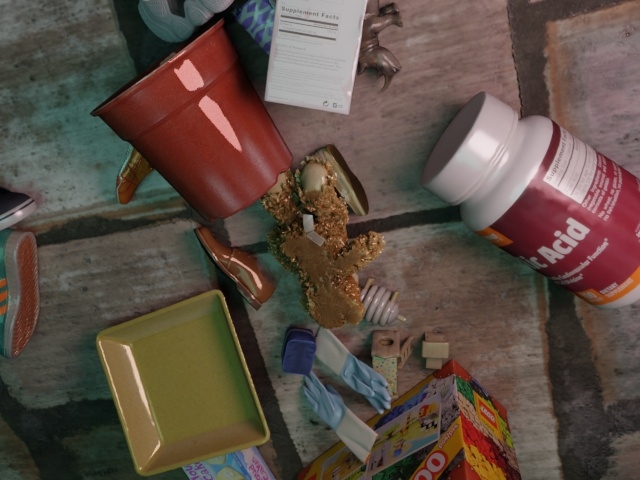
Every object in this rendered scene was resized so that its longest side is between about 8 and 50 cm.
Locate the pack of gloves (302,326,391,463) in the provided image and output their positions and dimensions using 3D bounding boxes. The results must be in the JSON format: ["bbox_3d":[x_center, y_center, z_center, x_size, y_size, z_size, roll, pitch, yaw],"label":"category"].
[{"bbox_3d":[0.060,0.319,1.295,0.232,0.046,0.195,38,118,36],"label":"pack of gloves"}]

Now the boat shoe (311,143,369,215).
[{"bbox_3d":[0.040,-0.109,1.160,0.048,0.056,0.153,-27,106,27],"label":"boat shoe"}]

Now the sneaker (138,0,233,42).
[{"bbox_3d":[-0.193,-0.429,1.031,0.268,0.153,0.101,-2,129,47],"label":"sneaker"}]

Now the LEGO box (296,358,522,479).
[{"bbox_3d":[0.157,0.541,1.244,0.193,0.372,0.500,43,111,-11],"label":"LEGO box"}]

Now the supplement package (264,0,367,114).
[{"bbox_3d":[0.001,-0.334,0.935,0.133,0.139,0.244,9,109,0],"label":"supplement package"}]

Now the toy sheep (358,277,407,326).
[{"bbox_3d":[0.116,0.130,1.233,0.132,0.091,0.091,26,115,16],"label":"toy sheep"}]

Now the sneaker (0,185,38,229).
[{"bbox_3d":[-0.747,-0.067,1.245,0.320,0.126,0.128,-12,114,13],"label":"sneaker"}]

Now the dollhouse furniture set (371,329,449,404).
[{"bbox_3d":[0.188,0.296,1.283,0.160,0.101,0.182,1,113,8],"label":"dollhouse furniture set"}]

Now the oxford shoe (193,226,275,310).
[{"bbox_3d":[-0.177,0.044,1.256,0.076,0.076,0.212,-43,100,-9],"label":"oxford shoe"}]

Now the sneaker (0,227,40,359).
[{"bbox_3d":[-0.698,0.112,1.330,0.120,0.108,0.302,11,106,4],"label":"sneaker"}]

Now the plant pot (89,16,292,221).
[{"bbox_3d":[-0.202,-0.193,1.056,0.272,0.272,0.265,-28,114,18],"label":"plant pot"}]

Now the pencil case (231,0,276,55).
[{"bbox_3d":[-0.051,-0.347,1.049,0.206,0.086,0.088,42,141,-14],"label":"pencil case"}]

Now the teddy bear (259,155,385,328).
[{"bbox_3d":[0.000,0.000,1.167,0.245,0.113,0.338,-30,97,29],"label":"teddy bear"}]

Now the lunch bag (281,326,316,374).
[{"bbox_3d":[-0.049,0.240,1.312,0.067,0.065,0.099,11,111,-10],"label":"lunch bag"}]

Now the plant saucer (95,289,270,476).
[{"bbox_3d":[-0.292,0.306,1.321,0.332,0.081,0.333,-20,87,15],"label":"plant saucer"}]

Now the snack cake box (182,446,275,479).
[{"bbox_3d":[-0.236,0.524,1.445,0.152,0.089,0.264,-22,108,15],"label":"snack cake box"}]

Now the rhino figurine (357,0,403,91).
[{"bbox_3d":[0.083,-0.374,1.030,0.106,0.073,0.243,-11,112,8],"label":"rhino figurine"}]

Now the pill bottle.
[{"bbox_3d":[0.384,-0.070,1.035,0.392,0.224,0.224,31,113,-6],"label":"pill bottle"}]

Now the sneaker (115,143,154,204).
[{"bbox_3d":[-0.358,-0.140,1.196,0.067,0.064,0.175,23,117,-13],"label":"sneaker"}]
